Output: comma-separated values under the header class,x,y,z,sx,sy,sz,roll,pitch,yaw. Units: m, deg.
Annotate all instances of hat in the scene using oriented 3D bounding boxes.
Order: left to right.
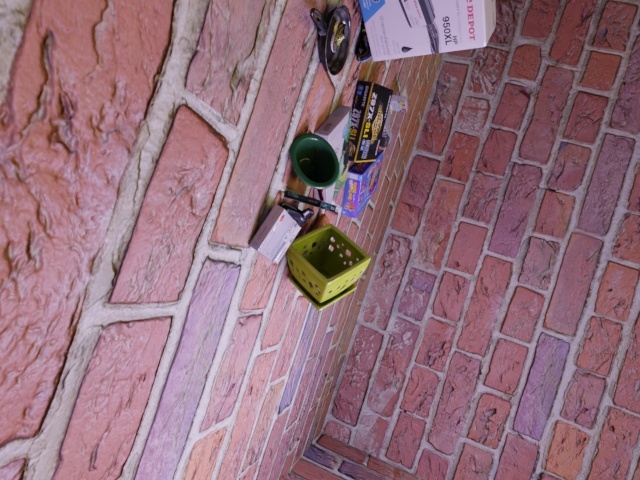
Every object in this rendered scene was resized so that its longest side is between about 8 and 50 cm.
class,x,y,z,sx,sy,sz,roll,pitch,yaw
hat,-0.051,-0.219,1.379,0.173,0.183,0.208,-27,94,-32

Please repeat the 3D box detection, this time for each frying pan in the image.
class,x,y,z,sx,sy,sz,roll,pitch,yaw
frying pan,0.019,-0.577,1.231,0.326,0.053,0.197,-48,150,-51

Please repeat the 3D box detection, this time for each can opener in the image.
class,x,y,z,sx,sy,sz,roll,pitch,yaw
can opener,-0.087,-0.096,1.390,0.073,0.059,0.186,-48,157,12

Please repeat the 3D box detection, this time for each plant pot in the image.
class,x,y,z,sx,sy,sz,roll,pitch,yaw
plant pot,0.017,0.108,1.554,0.228,0.227,0.207,-27,145,-33

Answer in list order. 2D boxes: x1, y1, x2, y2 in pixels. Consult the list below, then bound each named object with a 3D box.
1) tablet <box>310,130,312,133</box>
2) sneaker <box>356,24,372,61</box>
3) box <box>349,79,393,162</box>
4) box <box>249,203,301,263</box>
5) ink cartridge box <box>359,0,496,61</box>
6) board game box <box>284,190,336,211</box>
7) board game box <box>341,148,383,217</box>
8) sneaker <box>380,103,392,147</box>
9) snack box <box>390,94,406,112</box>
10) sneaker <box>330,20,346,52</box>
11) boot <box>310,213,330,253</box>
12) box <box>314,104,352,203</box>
class,x,y,z,sx,sy,sz,roll,pitch,yaw
tablet,-0.020,-0.316,1.399,0.083,0.006,0.054,78,-7,-58
sneaker,0.167,-0.740,1.540,0.078,0.067,0.188,24,83,-57
box,0.203,-0.504,1.815,0.257,0.079,0.322,-20,127,-59
box,-0.134,-0.015,1.292,0.145,0.038,0.186,-57,163,-6
ink cartridge box,0.345,-0.774,1.370,0.166,0.395,0.285,-60,142,-34
board game box,-0.030,-0.129,1.405,0.186,0.126,0.026,1,106,-74
board game box,0.212,-0.294,2.098,0.347,0.078,0.233,-51,153,-51
sneaker,0.300,-0.572,2.115,0.132,0.086,0.228,-40,134,-53
snack box,0.411,-0.730,2.251,0.141,0.100,0.037,20,87,-73
sneaker,0.052,-0.577,1.200,0.031,0.035,0.083,-45,149,-58
boot,0.000,0.000,1.737,0.197,0.073,0.152,91,19,-52
box,0.046,-0.309,1.585,0.322,0.058,0.232,92,23,-44
